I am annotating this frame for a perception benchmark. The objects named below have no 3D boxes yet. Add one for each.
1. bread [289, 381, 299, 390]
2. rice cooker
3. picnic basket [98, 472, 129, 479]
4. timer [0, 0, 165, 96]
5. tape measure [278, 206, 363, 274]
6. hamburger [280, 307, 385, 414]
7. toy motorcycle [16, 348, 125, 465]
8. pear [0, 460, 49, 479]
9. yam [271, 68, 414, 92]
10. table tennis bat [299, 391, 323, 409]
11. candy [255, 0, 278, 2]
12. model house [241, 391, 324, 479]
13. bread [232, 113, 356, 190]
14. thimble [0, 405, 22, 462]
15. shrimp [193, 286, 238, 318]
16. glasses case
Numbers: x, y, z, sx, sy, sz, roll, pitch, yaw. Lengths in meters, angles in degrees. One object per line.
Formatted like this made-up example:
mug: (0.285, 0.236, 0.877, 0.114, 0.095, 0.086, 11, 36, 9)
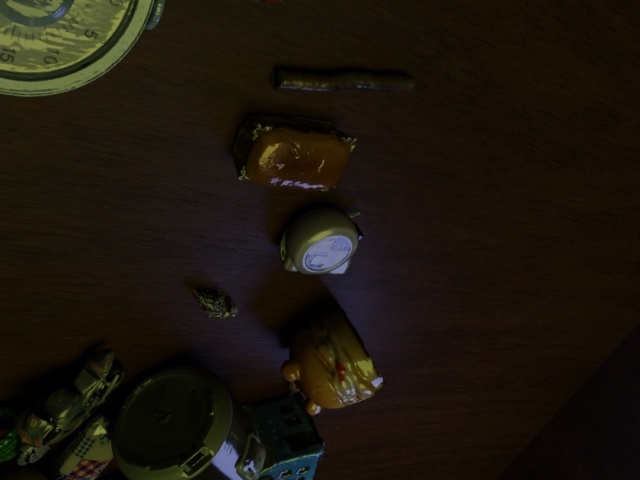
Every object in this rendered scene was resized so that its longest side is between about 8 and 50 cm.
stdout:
bread: (-0.049, 0.410, 2.018, 0.110, 0.024, 0.110, -19, 137, -19)
rice cooker: (-0.324, 0.510, 1.713, 0.335, 0.335, 0.325, -30, 138, -6)
picnic basket: (-0.480, 0.838, 1.920, 0.293, 0.337, 0.337, -13, 134, -24)
timer: (-0.394, -0.379, 0.930, 0.395, 0.173, 0.395, -18, 135, -19)
tape measure: (0.004, -0.002, 1.610, 0.196, 0.105, 0.178, 8, 131, -36)
hamburger: (0.025, 0.336, 1.823, 0.237, 0.276, 0.276, -30, 139, -2)
toy motorcycle: (-0.575, 0.382, 1.536, 0.307, 0.108, 0.173, -46, 161, -23)
pear: (-0.765, 0.667, 1.581, 0.314, 0.314, 0.314, -18, 136, -18)
yam: (0.055, -0.323, 1.377, 0.327, 0.045, 0.045, -6, 154, -30)
table tennis bat: (-0.024, 0.502, 2.133, 0.087, 0.013, 0.156, -35, 138, -4)
candy: (-0.079, -0.557, 1.040, 0.124, 0.124, 0.365, -9, 122, -27)
model house: (-0.174, 0.613, 1.974, 0.303, 0.237, 0.215, -8, 131, -25)
bread: (-0.054, -0.178, 1.397, 0.241, 0.107, 0.136, 2, 124, -35)
thimble: (-0.736, 0.442, 1.527, 0.130, 0.118, 0.090, 2, 137, 0)
shrimp: (-0.254, 0.150, 1.614, 0.065, 0.056, 0.165, -23, 150, 10)
glasses case: (-0.619, 0.568, 1.751, 0.125, 0.076, 0.327, 26, 111, -43)
